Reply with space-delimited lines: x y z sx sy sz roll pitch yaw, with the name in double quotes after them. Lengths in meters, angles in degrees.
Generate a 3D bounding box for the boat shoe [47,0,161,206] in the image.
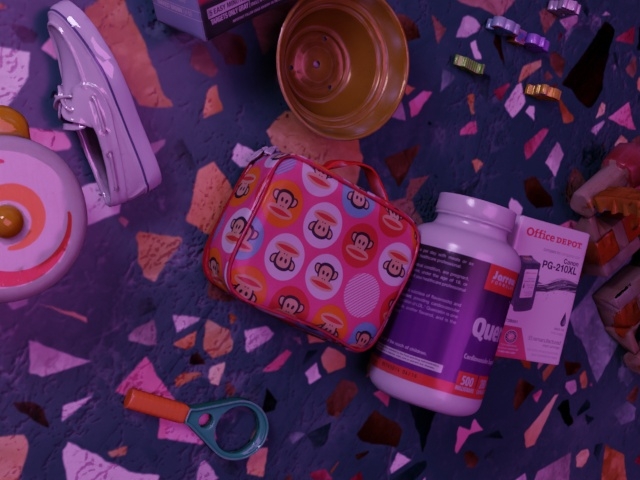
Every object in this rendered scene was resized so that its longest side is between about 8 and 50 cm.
-0.283 -0.163 1.054 0.084 0.095 0.258 -33 112 -27 "boat shoe"

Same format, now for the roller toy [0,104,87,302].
-0.374 -0.031 0.991 0.191 0.146 0.209 43 76 -29 "roller toy"

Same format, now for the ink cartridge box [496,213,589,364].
0.342 0.078 1.457 0.171 0.100 0.237 12 92 -32 "ink cartridge box"

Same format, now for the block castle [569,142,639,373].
0.661 0.049 1.523 0.212 0.303 0.453 -36 115 -22 "block castle"

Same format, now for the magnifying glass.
-0.174 0.256 1.227 0.231 0.026 0.092 24 85 -30 "magnifying glass"

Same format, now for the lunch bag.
0.000 0.000 1.232 0.293 0.120 0.258 30 82 -30 "lunch bag"

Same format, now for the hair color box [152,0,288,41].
-0.130 -0.451 1.002 0.185 0.113 0.375 -34 135 -29 "hair color box"

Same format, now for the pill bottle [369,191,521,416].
0.201 0.096 1.329 0.181 0.181 0.323 17 90 -31 "pill bottle"

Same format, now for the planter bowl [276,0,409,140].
0.013 -0.252 1.215 0.217 0.090 0.217 -5 100 -30 "planter bowl"

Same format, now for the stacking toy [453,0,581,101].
0.329 -0.339 1.410 0.221 0.052 0.167 13 91 -31 "stacking toy"
